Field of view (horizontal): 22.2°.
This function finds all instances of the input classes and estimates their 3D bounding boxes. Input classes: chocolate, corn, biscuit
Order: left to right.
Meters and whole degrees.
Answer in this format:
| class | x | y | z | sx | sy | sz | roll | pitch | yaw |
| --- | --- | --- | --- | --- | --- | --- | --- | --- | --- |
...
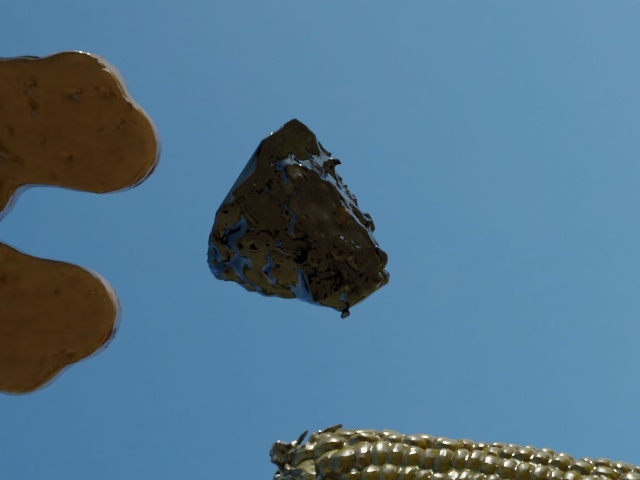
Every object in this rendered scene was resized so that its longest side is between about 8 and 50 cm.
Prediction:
| class | x | y | z | sx | sy | sz | roll | pitch | yaw |
| --- | --- | --- | --- | --- | --- | --- | --- | --- | --- |
| biscuit | -0.187 | -0.021 | 0.650 | 0.040 | 0.236 | 0.144 | 78 | -156 | -81 |
| chocolate | 0.000 | 0.000 | 1.373 | 0.156 | 0.133 | 0.156 | -49 | -21 | -26 |
| corn | 0.111 | 0.178 | 1.024 | 0.115 | 0.317 | 0.115 | 4 | -90 | -66 |
